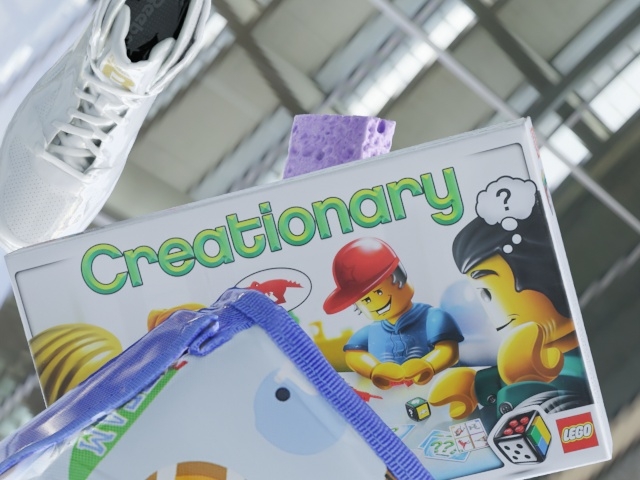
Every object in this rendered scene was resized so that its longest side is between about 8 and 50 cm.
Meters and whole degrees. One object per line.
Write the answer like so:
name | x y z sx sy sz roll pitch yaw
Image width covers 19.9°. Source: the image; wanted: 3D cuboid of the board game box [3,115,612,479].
board game box | -0.007 0.061 1.032 0.305 0.053 0.193 -15 -85 9

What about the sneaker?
sneaker | -0.183 -0.118 1.482 0.292 0.108 0.169 -62 -173 -5

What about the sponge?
sponge | 0.000 0.000 1.505 0.117 0.031 0.210 5 -96 56

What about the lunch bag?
lunch bag | -0.058 0.260 0.857 0.328 0.385 0.239 -37 -166 -23
